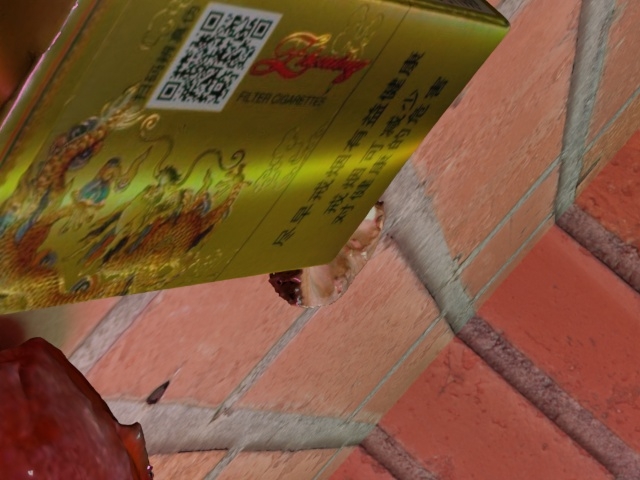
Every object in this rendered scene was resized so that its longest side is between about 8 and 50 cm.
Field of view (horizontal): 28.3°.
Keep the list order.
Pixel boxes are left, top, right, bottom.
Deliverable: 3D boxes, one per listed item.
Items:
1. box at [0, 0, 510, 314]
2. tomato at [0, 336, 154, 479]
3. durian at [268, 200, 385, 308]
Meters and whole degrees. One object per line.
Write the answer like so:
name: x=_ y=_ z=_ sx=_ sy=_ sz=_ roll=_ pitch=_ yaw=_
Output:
box: x=-0.041 y=-0.051 z=0.550 sx=0.173 sy=0.043 sz=0.311 roll=-54 pitch=158 yaw=23
tomato: x=-0.193 y=0.208 z=0.609 sx=0.309 sy=0.170 sz=0.309 roll=-47 pitch=167 yaw=-14
durian: x=0.006 y=-0.004 z=0.894 sx=0.130 sy=0.066 sz=0.052 roll=-50 pitch=172 yaw=-42
